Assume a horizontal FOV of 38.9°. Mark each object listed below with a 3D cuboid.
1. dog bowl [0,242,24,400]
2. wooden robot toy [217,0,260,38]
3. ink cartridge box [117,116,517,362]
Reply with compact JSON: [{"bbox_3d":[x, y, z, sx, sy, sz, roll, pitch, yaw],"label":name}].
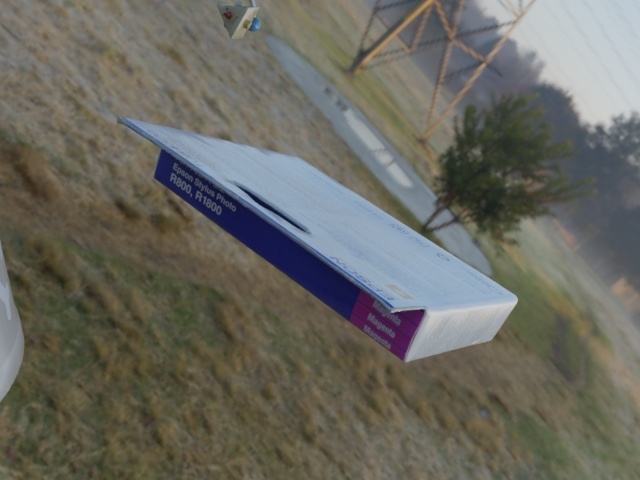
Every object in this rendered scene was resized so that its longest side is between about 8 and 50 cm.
[{"bbox_3d":[-0.352,0.022,0.525,0.349,0.102,0.349,7,20,-2],"label":"dog bowl"},{"bbox_3d":[-0.051,-0.249,0.737,0.079,0.173,0.076,34,-6,2],"label":"wooden robot toy"},{"bbox_3d":[0.000,0.000,0.892,0.324,0.071,0.330,35,16,26],"label":"ink cartridge box"}]
